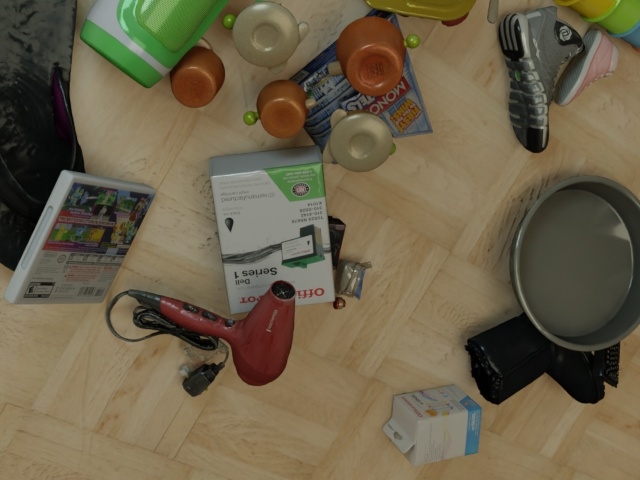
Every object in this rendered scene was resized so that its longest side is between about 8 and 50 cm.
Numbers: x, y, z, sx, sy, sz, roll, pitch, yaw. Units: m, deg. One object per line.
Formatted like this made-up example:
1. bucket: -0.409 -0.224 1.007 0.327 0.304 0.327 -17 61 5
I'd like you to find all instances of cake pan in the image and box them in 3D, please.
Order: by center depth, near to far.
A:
1. cake pan: 0.438 0.038 1.743 0.293 0.054 0.293 0 91 -22

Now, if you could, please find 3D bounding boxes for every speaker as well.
1. speaker: -0.172 -0.341 1.304 0.131 0.131 0.296 37 89 -32

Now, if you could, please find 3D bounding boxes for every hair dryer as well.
1. hair dryer: -0.145 0.133 1.459 0.293 0.080 0.223 -24 129 28

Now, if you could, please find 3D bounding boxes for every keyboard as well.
1. keyboard: 0.504 0.159 1.824 0.108 0.023 0.180 31 59 -40

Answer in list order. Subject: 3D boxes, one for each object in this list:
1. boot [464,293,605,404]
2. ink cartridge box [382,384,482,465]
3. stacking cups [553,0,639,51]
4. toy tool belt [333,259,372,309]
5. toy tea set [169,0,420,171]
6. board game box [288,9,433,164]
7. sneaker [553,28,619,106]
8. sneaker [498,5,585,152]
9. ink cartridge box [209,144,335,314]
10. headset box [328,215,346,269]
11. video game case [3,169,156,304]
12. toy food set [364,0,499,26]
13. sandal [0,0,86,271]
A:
1. boot: 0.370 0.227 1.808 0.207 0.094 0.246 -32 113 -15
2. ink cartridge box: 0.187 0.314 1.761 0.143 0.092 0.090 -6 112 -23
3. stacking cups: 0.502 -0.342 1.646 0.316 0.096 0.096 25 98 -32
4. toy tool belt: 0.051 0.071 1.624 0.051 0.052 0.083 4 109 -17
5. toy tea set: -0.036 -0.231 1.397 0.336 0.124 0.200 17 117 -10
6. board game box: 0.070 -0.203 1.517 0.194 0.060 0.194 -41 121 -5
7. sneaker: 0.433 -0.265 1.666 0.070 0.051 0.134 27 93 -26
8. sneaker: 0.362 -0.256 1.619 0.132 0.086 0.229 -22 117 -18
9. ink cartridge box: -0.067 -0.014 1.489 0.160 0.092 0.219 -8 114 -2
10. headset box: 0.000 0.000 1.582 0.062 0.032 0.083 4 110 -26
11. video game case: -0.314 0.001 1.374 0.183 0.023 0.201 -63 159 8
12. toy food set: 0.147 -0.355 1.475 0.218 0.071 0.128 6 70 -17
13. sandal: -0.374 -0.149 1.303 0.167 0.107 0.446 -8 113 -23
